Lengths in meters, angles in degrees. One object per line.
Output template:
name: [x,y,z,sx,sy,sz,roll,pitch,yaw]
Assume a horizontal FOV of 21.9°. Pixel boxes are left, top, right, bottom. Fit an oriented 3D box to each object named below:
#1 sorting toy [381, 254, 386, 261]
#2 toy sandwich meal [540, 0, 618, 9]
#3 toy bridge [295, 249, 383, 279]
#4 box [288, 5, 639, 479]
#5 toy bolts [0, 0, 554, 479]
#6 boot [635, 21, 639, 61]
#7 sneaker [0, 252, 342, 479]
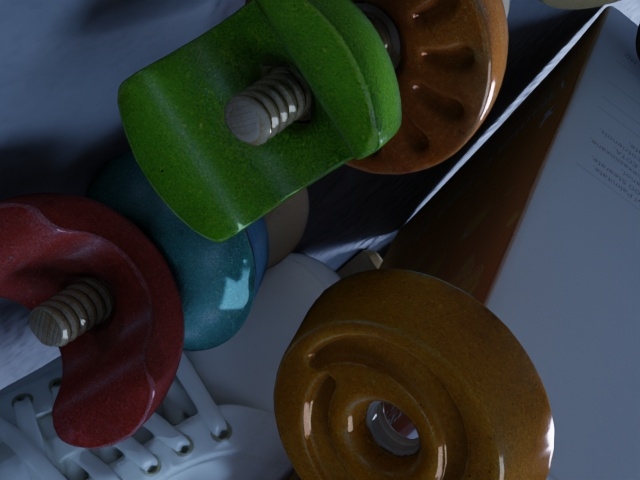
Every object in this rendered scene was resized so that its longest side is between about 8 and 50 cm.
sorting toy: [0.076,0.051,1.118,0.307,0.041,0.229,-42,153,3]
toy sandwich meal: [0.127,-0.133,0.744,0.085,0.029,0.085,-12,165,-3]
toy bridge: [-0.027,0.035,0.933,0.063,0.026,0.188,-41,163,24]
box: [0.110,0.076,0.822,0.215,0.168,0.345,-48,-173,38]
toy bolts: [0.000,0.000,0.635,0.228,0.218,0.158,-25,-172,40]
boot: [0.189,-0.158,0.759,0.106,0.082,0.219,-2,139,-39]
sneaker: [-0.109,0.105,0.722,0.290,0.106,0.123,-37,166,6]
